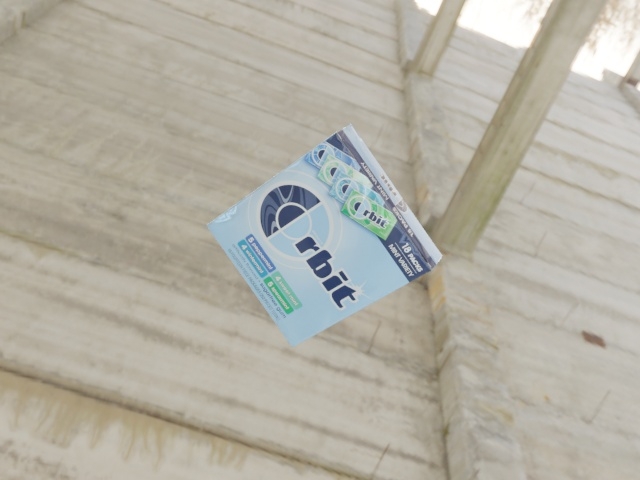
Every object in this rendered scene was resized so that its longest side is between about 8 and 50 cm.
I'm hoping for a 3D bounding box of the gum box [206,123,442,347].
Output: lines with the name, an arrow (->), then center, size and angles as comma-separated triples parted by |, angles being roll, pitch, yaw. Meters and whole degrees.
gum box -> 0.000, 0.000, 0.802 | 0.157, 0.184, 0.041 | 55, -148, -3
